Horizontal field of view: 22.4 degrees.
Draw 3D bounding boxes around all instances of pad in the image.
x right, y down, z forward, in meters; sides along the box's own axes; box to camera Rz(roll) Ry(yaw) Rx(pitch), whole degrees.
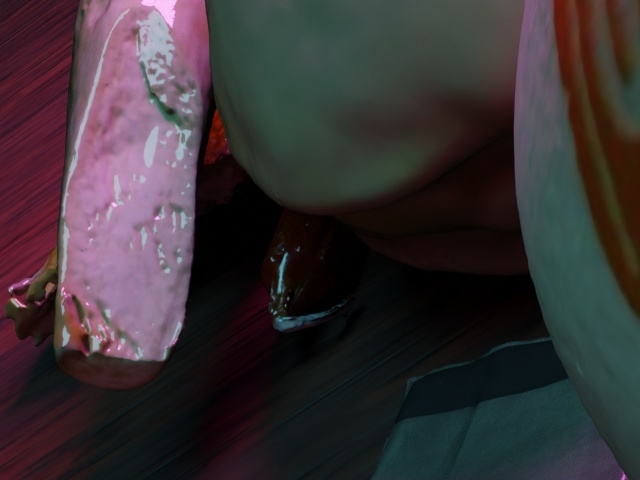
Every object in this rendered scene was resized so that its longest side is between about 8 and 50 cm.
[{"bbox_3d":[0.099,0.081,0.575,0.233,0.022,0.174,-19,31,38],"label":"pad"}]

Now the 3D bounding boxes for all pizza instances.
[{"bbox_3d":[-0.067,-0.048,0.959,0.297,0.071,0.189,-46,19,-18],"label":"pizza"}]

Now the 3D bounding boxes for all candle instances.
[{"bbox_3d":[0.000,0.000,0.836,0.053,0.048,0.162,-58,8,37],"label":"candle"}]

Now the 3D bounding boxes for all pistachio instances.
[{"bbox_3d":[0.116,-0.190,0.753,0.365,0.281,0.445,-3,57,48],"label":"pistachio"}]

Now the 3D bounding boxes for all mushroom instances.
[{"bbox_3d":[-0.090,-0.076,0.834,0.333,0.087,0.107,-91,12,-45],"label":"mushroom"}]

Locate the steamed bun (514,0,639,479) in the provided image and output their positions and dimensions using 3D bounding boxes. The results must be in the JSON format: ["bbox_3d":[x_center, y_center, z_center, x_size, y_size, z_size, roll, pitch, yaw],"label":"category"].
[{"bbox_3d":[0.194,-0.066,0.340,0.374,0.241,0.374,-31,45,37],"label":"steamed bun"}]
